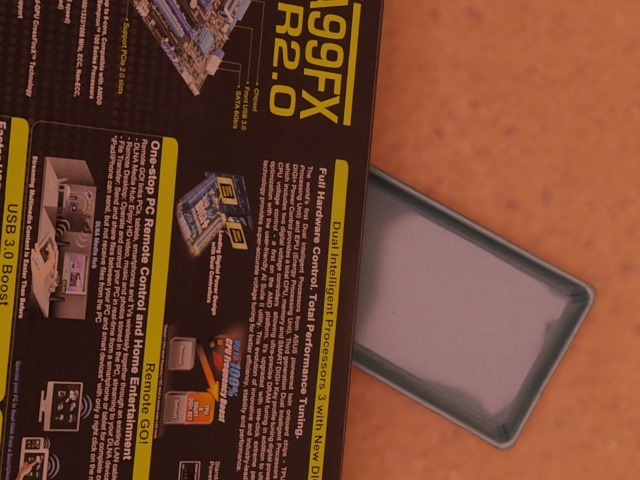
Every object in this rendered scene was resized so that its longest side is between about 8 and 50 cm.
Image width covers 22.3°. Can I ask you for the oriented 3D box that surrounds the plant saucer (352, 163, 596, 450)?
[{"bbox_3d":[0.000,0.000,0.587,0.192,0.018,0.067,29,92,6],"label":"plant saucer"}]

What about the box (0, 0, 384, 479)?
[{"bbox_3d":[-0.089,0.006,0.496,0.216,0.060,0.270,5,90,-35],"label":"box"}]
